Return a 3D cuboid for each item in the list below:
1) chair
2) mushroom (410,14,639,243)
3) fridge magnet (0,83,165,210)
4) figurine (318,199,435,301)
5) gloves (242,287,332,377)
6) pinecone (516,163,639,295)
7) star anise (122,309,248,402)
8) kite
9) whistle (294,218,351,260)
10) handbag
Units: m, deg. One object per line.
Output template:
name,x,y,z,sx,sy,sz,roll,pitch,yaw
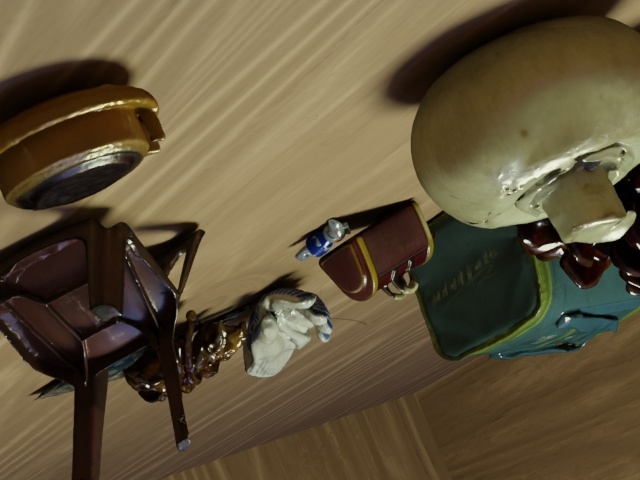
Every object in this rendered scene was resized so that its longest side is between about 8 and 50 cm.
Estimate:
chair,-0.211,0.054,1.468,0.175,0.183,0.326,-26,-147,11
mushroom,0.207,-0.089,1.415,0.246,0.202,0.246,-25,159,-10
fridge magnet,-0.178,-0.065,1.110,0.143,0.063,0.143,-24,172,-4
figurine,0.087,0.020,1.885,0.154,0.098,0.082,-28,172,-41
gloves,-0.050,0.115,2.094,0.119,0.097,0.229,-31,176,-30
pinecone,0.352,-0.072,1.650,0.298,0.242,0.296,-12,167,-27
star anise,-0.183,0.152,2.029,0.177,0.073,0.234,-35,159,12
kite,-0.237,0.150,2.110,0.314,0.011,0.335,-23,170,-5
whistle,0.000,0.000,1.842,0.033,0.029,0.083,31,130,-29
handbag,0.282,0.037,2.075,0.241,0.222,0.263,-9,164,-35
